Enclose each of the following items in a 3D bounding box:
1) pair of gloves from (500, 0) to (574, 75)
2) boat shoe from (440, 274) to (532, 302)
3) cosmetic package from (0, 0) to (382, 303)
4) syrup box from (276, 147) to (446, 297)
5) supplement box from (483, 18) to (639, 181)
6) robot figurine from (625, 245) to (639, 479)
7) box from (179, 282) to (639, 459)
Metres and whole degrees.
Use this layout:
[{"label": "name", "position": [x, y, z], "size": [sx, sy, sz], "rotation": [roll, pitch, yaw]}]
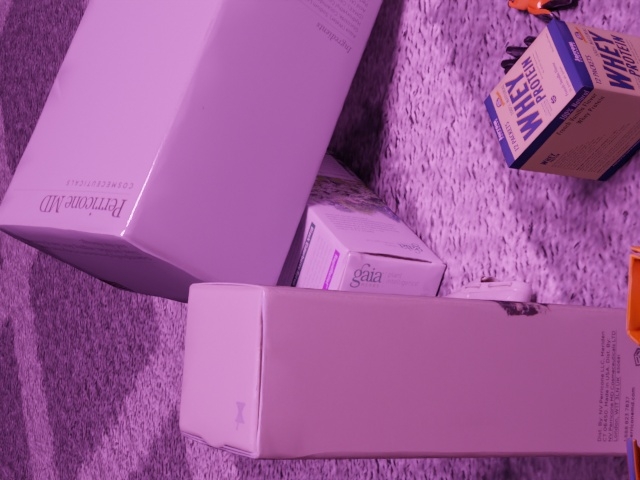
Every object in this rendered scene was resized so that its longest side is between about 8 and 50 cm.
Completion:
[{"label": "pair of gloves", "position": [0.157, -0.150, 0.895], "size": [0.074, 0.010, 0.083], "rotation": [15, 101, 59]}, {"label": "boat shoe", "position": [0.119, 0.043, 0.915], "size": [0.035, 0.035, 0.100], "rotation": [-63, 20, -17]}, {"label": "cosmetic package", "position": [-0.094, -0.147, 1.045], "size": [0.217, 0.156, 0.385], "rotation": [2, 66, 48]}, {"label": "syrup box", "position": [0.000, 0.000, 1.064], "size": [0.237, 0.093, 0.096], "rotation": [50, 127, 52]}, {"label": "supplement box", "position": [0.165, -0.087, 0.796], "size": [0.083, 0.083, 0.056], "rotation": [-52, 43, 44]}, {"label": "robot figurine", "position": [0.220, 0.109, 0.601], "size": [0.211, 0.085, 0.291], "rotation": [18, 122, 60]}, {"label": "box", "position": [0.062, 0.079, 0.755], "size": [0.113, 0.275, 0.094], "rotation": [-2, 84, 61]}]
